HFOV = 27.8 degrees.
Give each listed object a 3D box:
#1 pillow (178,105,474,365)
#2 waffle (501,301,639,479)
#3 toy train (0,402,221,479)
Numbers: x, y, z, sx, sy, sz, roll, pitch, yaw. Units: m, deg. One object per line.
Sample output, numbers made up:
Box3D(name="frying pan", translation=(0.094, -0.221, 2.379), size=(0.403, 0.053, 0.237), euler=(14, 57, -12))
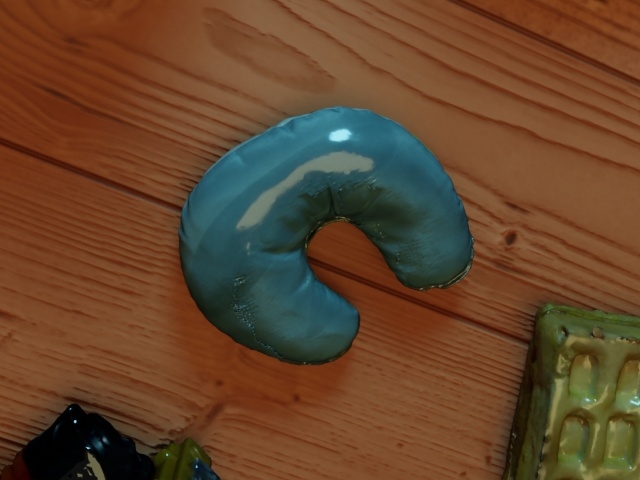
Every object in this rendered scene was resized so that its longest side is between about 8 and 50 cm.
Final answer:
Box3D(name="pillow", translation=(0.000, 0.000, 1.066), size=(0.233, 0.086, 0.214), euler=(-36, 114, 6))
Box3D(name="waffle", translation=(0.273, 0.224, 1.168), size=(0.224, 0.098, 0.327), euler=(5, 102, -11))
Box3D(name="toy train", translation=(-0.248, 0.296, 1.086), size=(0.369, 0.163, 0.231), euler=(-44, 99, 7))
